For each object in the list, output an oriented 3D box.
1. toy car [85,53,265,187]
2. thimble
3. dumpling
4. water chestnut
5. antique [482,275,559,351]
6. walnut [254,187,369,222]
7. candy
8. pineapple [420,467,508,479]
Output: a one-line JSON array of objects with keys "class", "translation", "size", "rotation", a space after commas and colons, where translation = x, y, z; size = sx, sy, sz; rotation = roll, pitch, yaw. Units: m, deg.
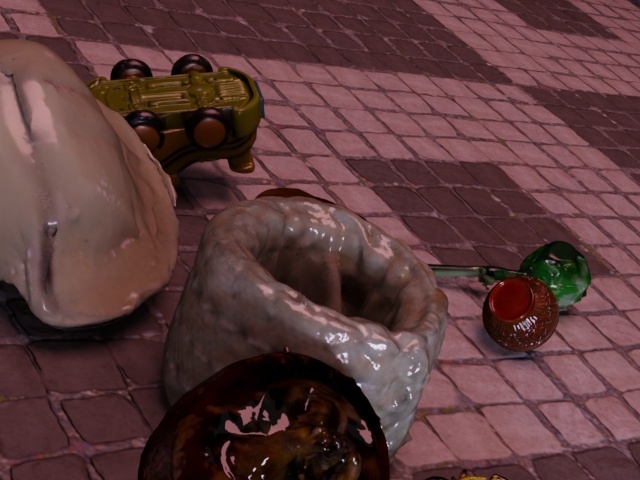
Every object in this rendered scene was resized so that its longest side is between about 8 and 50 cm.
[{"class": "toy car", "translation": [-0.198, -0.146, 1.640], "size": [0.248, 0.142, 0.200], "rotation": [-5, 31, -7]}, {"class": "thimble", "translation": [-0.009, 0.099, 1.278], "size": [0.291, 0.195, 0.291], "rotation": [16, 27, -8]}, {"class": "dumpling", "translation": [-0.285, -0.077, 1.374], "size": [0.315, 0.233, 0.395], "rotation": [-3, 50, -44]}, {"class": "water chestnut", "translation": [-0.032, 0.201, 1.046], "size": [0.223, 0.238, 0.224], "rotation": [20, 49, -24]}, {"class": "antique", "translation": [0.258, 0.095, 1.587], "size": [0.104, 0.104, 0.104], "rotation": [17, 28, -9]}, {"class": "walnut", "translation": [0.000, 0.000, 1.558], "size": [0.207, 0.116, 0.116], "rotation": [23, 27, 2]}, {"class": "candy", "translation": [0.219, 0.046, 1.685], "size": [0.323, 0.097, 0.097], "rotation": [2, 32, -18]}, {"class": "pineapple", "translation": [0.172, 0.304, 1.165], "size": [0.224, 0.076, 0.225], "rotation": [15, 26, -8]}]
